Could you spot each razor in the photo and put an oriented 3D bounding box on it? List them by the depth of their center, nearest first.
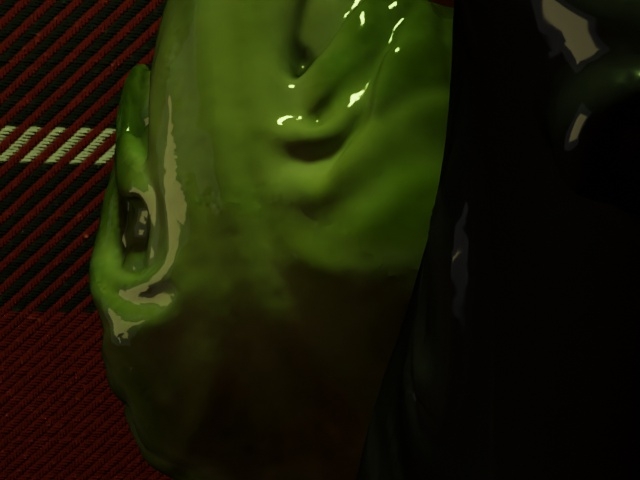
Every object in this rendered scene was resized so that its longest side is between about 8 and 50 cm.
[{"bbox_3d":[0.084,0.031,0.584,0.204,0.113,0.349,-95,9,-51],"label":"razor"}]

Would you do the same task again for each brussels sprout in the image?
[{"bbox_3d":[0.000,0.000,0.927,0.328,0.247,0.328,179,90,-81],"label":"brussels sprout"}]

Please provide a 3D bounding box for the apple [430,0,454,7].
[{"bbox_3d":[0.075,-0.165,0.660,0.163,0.139,0.163,-7,-90,-84],"label":"apple"}]
